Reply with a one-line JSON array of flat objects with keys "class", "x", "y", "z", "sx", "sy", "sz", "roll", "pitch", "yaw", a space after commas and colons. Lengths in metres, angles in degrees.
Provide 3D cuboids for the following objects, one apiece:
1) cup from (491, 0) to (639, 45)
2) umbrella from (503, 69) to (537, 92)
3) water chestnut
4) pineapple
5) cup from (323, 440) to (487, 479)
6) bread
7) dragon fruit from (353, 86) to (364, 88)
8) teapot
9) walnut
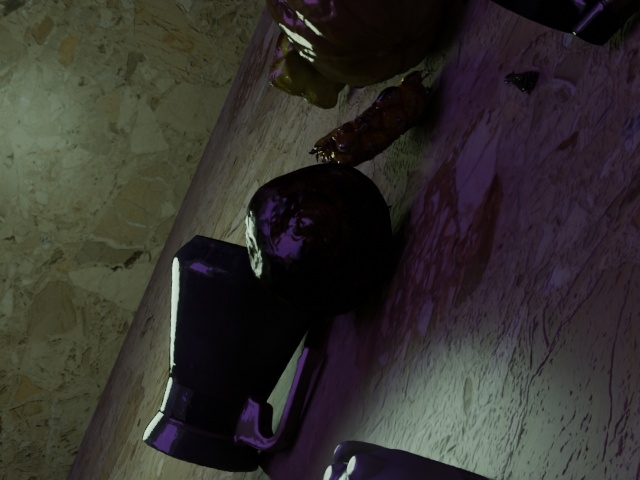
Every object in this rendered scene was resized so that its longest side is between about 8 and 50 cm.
[{"class": "cup", "x": 0.265, "y": -0.323, "z": 1.153, "sx": 0.239, "sy": 0.166, "sz": 0.177, "roll": -98, "pitch": 30, "yaw": -63}, {"class": "umbrella", "x": 0.246, "y": -0.198, "z": 1.317, "sx": 0.083, "sy": 0.020, "sz": 0.031, "roll": -123, "pitch": 57, "yaw": -77}, {"class": "water chestnut", "x": 0.000, "y": 0.000, "z": 1.560, "sx": 0.238, "sy": 0.224, "sz": 0.223, "roll": 13, "pitch": -79, "yaw": -62}, {"class": "pineapple", "x": 0.083, "y": -0.172, "z": 1.618, "sx": 0.225, "sy": 0.076, "sz": 0.225, "roll": -38, "pitch": 3, "yaw": 2}, {"class": "cup", "x": 0.077, "y": 0.255, "z": 1.047, "sx": 0.134, "sy": 0.142, "sz": 0.173, "roll": -53, "pitch": 21, "yaw": 45}, {"class": "bread", "x": -0.008, "y": -0.376, "z": 2.115, "sx": 0.088, "sy": 0.161, "sz": 0.233, "roll": 121, "pitch": 164, "yaw": -62}, {"class": "dragon fruit", "x": 0.054, "y": -0.355, "z": 1.968, "sx": 0.246, "sy": 0.125, "sz": 0.125, "roll": -122, "pitch": 55, "yaw": -73}, {"class": "teapot", "x": -0.131, "y": 0.185, "z": 1.722, "sx": 0.300, "sy": 0.253, "sz": 0.344, "roll": 16, "pitch": 91, "yaw": 43}, {"class": "walnut", "x": 0.048, "y": -0.392, "z": 1.712, "sx": 0.252, "sy": 0.277, "sz": 0.313, "roll": -48, "pitch": 56, "yaw": 11}]
